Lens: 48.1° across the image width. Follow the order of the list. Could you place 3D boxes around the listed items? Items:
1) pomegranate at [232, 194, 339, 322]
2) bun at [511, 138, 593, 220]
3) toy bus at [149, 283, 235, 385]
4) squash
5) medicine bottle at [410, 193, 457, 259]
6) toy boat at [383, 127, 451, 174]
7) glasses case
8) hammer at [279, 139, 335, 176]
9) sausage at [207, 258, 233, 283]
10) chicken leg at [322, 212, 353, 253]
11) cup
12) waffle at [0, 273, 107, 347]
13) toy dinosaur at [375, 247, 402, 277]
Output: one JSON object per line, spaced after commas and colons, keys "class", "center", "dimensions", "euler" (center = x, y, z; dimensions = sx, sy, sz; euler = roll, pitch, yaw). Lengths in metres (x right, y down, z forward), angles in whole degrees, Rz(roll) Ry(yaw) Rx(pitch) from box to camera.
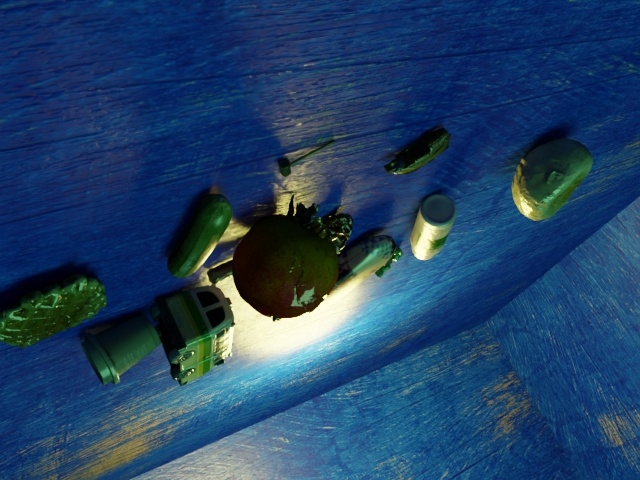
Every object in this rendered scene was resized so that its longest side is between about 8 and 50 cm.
{"class": "pomegranate", "center": [-0.061, 0.039, 1.378], "dimensions": [0.210, 0.210, 0.235], "euler": [2, 119, -56]}
{"class": "bun", "center": [0.577, -0.161, 1.841], "dimensions": [0.244, 0.153, 0.244], "euler": [-40, 155, -23]}
{"class": "toy bus", "center": [-0.278, 0.210, 1.595], "dimensions": [0.164, 0.134, 0.276], "euler": [-22, 159, -19]}
{"class": "squash", "center": [-0.214, -0.004, 1.262], "dimensions": [0.066, 0.066, 0.229], "euler": [-13, 157, -38]}
{"class": "medicine bottle", "center": [0.285, -0.027, 1.849], "dimensions": [0.095, 0.095, 0.260], "euler": [-25, 162, -11]}
{"class": "toy boat", "center": [0.193, -0.175, 1.427], "dimensions": [0.149, 0.047, 0.049], "euler": [-31, 147, -2]}
{"class": "glasses case", "center": [0.057, 0.090, 1.846], "dimensions": [0.327, 0.076, 0.125], "euler": [-38, 157, 23]}
{"class": "hammer", "center": [-0.023, -0.148, 1.245], "dimensions": [0.110, 0.019, 0.035], "euler": [-31, 161, -12]}
{"class": "sausage", "center": [-0.163, 0.048, 1.504], "dimensions": [0.158, 0.042, 0.036], "euler": [-24, 122, -19]}
{"class": "chicken leg", "center": [0.007, 0.000, 1.602], "dimensions": [0.093, 0.053, 0.205], "euler": [7, 139, -22]}
{"class": "cup", "center": [-0.409, 0.219, 1.480], "dimensions": [0.141, 0.120, 0.120], "euler": [-31, 163, -24]}
{"class": "waffle", "center": [-0.469, 0.124, 1.239], "dimensions": [0.207, 0.054, 0.214], "euler": [-29, 167, -9]}
{"class": "toy dinosaur", "center": [0.182, 0.052, 1.971], "dimensions": [0.096, 0.059, 0.132], "euler": [-40, 168, 6]}
